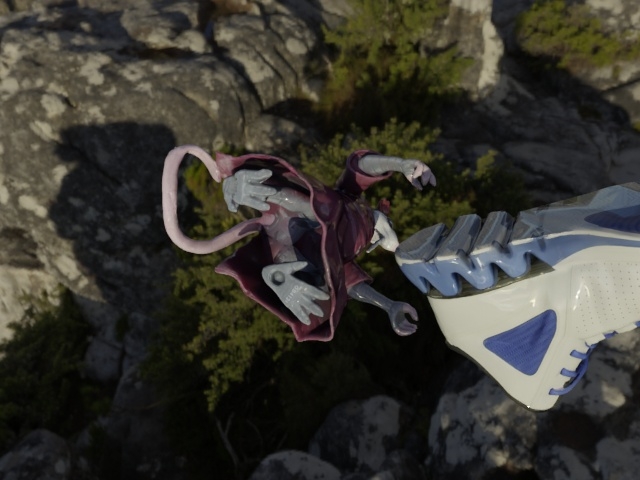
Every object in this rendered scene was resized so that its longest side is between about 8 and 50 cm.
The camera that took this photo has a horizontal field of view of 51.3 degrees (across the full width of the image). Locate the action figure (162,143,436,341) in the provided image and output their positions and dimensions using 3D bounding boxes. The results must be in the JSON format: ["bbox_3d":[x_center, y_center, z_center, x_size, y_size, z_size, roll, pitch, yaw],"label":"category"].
[{"bbox_3d":[0.000,0.000,0.876,0.276,0.248,0.370,11,12,19],"label":"action figure"}]

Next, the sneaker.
[{"bbox_3d":[0.241,0.059,0.625,0.316,0.182,0.127,-8,23,33],"label":"sneaker"}]
